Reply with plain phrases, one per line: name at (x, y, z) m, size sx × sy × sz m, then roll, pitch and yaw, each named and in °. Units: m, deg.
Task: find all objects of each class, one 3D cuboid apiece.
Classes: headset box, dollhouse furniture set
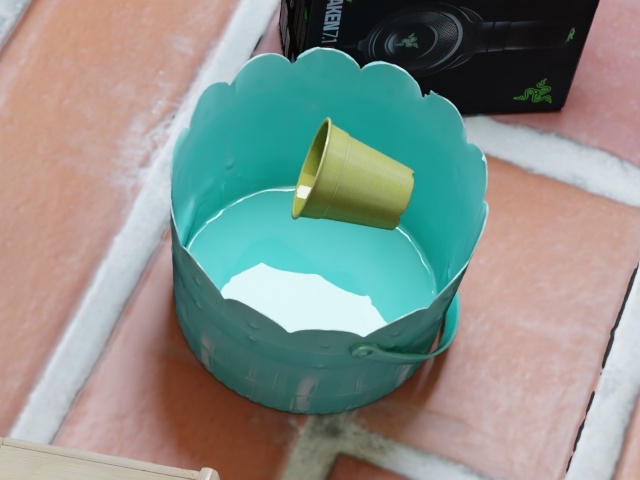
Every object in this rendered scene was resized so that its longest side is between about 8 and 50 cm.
headset box at (0.116, -0.232, 1.704) m, size 0.283 × 0.246 × 0.131 m, roll -3°, pitch 58°, yaw -10°
dollhouse furniture set at (-0.147, 0.256, 1.359) m, size 0.161 × 0.242 × 0.212 m, roll 8°, pitch 56°, yaw 14°

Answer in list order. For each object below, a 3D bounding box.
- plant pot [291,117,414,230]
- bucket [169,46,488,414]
plant pot at (0.028, -0.044, 1.462) m, size 0.079 × 0.083 × 0.083 m, roll 18°, pitch 56°, yaw -11°
bucket at (0.000, 0.000, 1.579) m, size 0.281 × 0.183 × 0.281 m, roll 3°, pitch 58°, yaw -5°
